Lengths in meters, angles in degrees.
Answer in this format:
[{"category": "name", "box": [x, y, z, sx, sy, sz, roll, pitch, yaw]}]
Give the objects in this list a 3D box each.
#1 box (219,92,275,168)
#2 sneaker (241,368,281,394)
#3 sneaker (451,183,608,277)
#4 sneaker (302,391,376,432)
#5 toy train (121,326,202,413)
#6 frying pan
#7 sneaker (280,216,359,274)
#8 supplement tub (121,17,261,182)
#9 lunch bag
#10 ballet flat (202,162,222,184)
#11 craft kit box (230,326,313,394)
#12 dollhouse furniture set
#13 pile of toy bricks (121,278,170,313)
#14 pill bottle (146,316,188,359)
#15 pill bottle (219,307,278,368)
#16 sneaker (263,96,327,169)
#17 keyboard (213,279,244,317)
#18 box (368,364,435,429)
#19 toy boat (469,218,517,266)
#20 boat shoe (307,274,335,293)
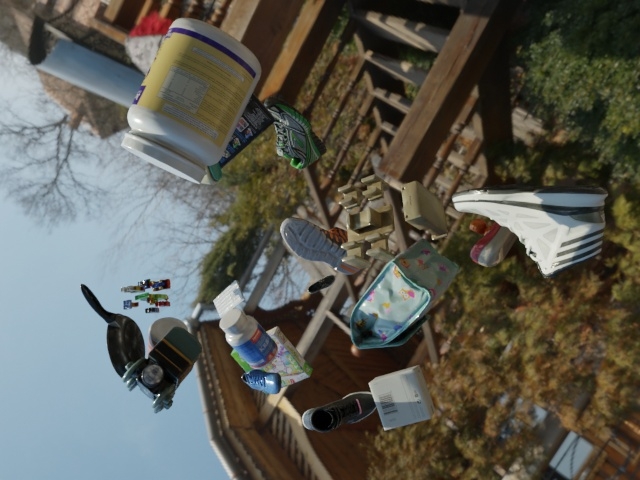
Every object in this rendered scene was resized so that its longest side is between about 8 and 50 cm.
[{"category": "box", "box": [-0.341, -0.385, 1.614, 0.295, 0.293, 0.073, 46, -172, -27]}, {"category": "sneaker", "box": [-0.193, 0.456, 1.704, 0.082, 0.069, 0.209, 9, 170, -28]}, {"category": "sneaker", "box": [0.567, -0.025, 1.497, 0.169, 0.257, 0.447, -12, -167, -38]}, {"category": "sneaker", "box": [0.083, 0.629, 1.918, 0.296, 0.104, 0.147, -14, 170, -9]}, {"category": "toy train", "box": [-0.411, 0.346, 1.407, 0.142, 0.190, 0.334, 40, 154, 3]}, {"category": "frying pan", "box": [-0.578, 0.245, 1.524, 0.053, 0.326, 0.197, -13, -168, 2]}, {"category": "sneaker", "box": [0.000, 0.000, 1.868, 0.321, 0.124, 0.180, 32, -162, -16]}, {"category": "supplement tub", "box": [-0.313, -0.330, 1.280, 0.241, 0.331, 0.241, 25, 176, 2]}, {"category": "lunch bag", "box": [0.201, 0.153, 1.331, 0.160, 0.262, 0.223, 40, -149, 16]}, {"category": "ballet flat", "box": [-0.356, -0.282, 1.534, 0.086, 0.248, 0.086, -9, -165, 3]}, {"category": "craft kit box", "box": [-0.201, 0.500, 2.184, 0.246, 0.250, 0.061, 54, -152, -12]}, {"category": "dollhouse furniture set", "box": [0.186, -0.050, 1.391, 0.242, 0.212, 0.161, -17, 155, 33]}, {"category": "pile of toy bricks", "box": [-0.567, 0.192, 1.794, 0.212, 0.118, 0.105, -13, 166, 27]}, {"category": "pill bottle", "box": [-0.498, 0.364, 1.704, 0.121, 0.216, 0.121, 12, -149, -7]}, {"category": "pill bottle", "box": [-0.257, 0.346, 1.875, 0.221, 0.124, 0.124, 55, 173, -32]}, {"category": "sneaker", "box": [-0.102, -0.367, 1.859, 0.134, 0.146, 0.343, 41, 175, 40]}, {"category": "keyboard", "box": [-0.326, 0.210, 1.863, 0.014, 0.256, 0.072, -12, -105, -33]}, {"category": "box", "box": [0.299, 0.572, 1.930, 0.119, 0.182, 0.181, 11, -121, -70]}, {"category": "toy boat", "box": [0.586, -0.026, 1.826, 0.151, 0.231, 0.151, 29, 163, 32]}, {"category": "boat shoe", "box": [0.005, 0.200, 2.402, 0.049, 0.142, 0.040, 60, -177, 10]}]
